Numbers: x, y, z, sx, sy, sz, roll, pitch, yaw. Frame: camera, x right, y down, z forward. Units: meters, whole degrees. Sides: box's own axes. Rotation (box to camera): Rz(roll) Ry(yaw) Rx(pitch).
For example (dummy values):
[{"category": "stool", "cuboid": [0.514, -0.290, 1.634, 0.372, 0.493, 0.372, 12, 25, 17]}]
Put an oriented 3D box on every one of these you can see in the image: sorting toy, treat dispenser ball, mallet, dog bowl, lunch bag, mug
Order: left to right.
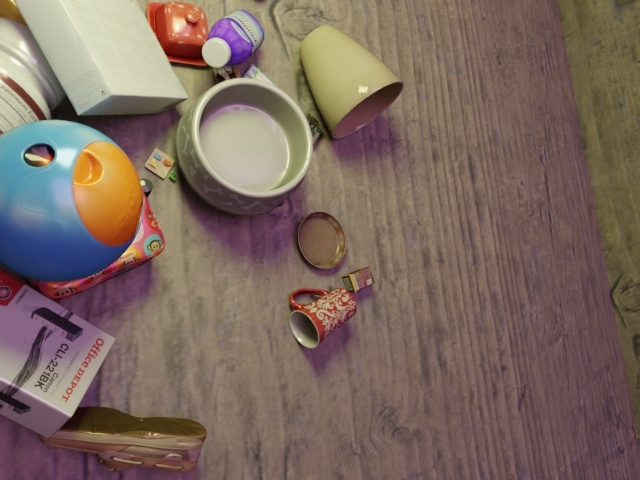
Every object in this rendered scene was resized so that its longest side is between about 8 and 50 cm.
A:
[{"category": "treat dispenser ball", "cuboid": [-0.468, -0.070, 0.999, 0.288, 0.288, 0.288, 8, 76, -34]}, {"category": "lunch bag", "cuboid": [-0.512, -0.031, 1.198, 0.293, 0.120, 0.258, -27, 96, -35]}, {"category": "mallet", "cuboid": [-0.464, -0.177, 1.298, 0.039, 0.062, 0.189, -46, 107, -31]}, {"category": "sorting toy", "cuboid": [-0.387, -0.185, 1.385, 0.083, 0.012, 0.062, 35, 62, -24]}, {"category": "dog bowl", "cuboid": [-0.175, -0.240, 1.378, 0.349, 0.102, 0.348, 6, 76, -25]}, {"category": "mug", "cuboid": [0.006, 0.189, 1.526, 0.169, 0.113, 0.150, -28, 98, -39]}]

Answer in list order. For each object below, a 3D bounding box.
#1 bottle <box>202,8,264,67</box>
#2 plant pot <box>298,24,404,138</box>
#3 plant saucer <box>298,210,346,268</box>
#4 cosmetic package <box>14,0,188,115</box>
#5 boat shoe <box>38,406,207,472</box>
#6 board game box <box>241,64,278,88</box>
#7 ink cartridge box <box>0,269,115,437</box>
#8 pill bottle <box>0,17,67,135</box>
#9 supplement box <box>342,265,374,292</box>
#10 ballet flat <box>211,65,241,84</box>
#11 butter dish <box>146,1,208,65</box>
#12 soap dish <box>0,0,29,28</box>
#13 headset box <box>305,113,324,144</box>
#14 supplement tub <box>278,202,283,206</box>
[{"category": "bottle", "cuboid": [-0.230, -0.520, 1.446, 0.118, 0.092, 0.283, 45, 29, -17]}, {"category": "plant pot", "cuboid": [0.063, -0.490, 1.646, 0.256, 0.256, 0.274, -30, 82, -36]}, {"category": "plant saucer", "cuboid": [0.000, 0.000, 1.610, 0.168, 0.029, 0.168, 9, 74, -34]}, {"category": "cosmetic package", "cuboid": [-0.458, -0.419, 1.204, 0.284, 0.097, 0.377, 65, 14, -8]}, {"category": "boat shoe", "cuboid": [-0.416, 0.431, 1.167, 0.341, 0.122, 0.110, 14, 95, -20]}, {"category": "board game box", "cuboid": [-0.165, -0.409, 1.580, 0.154, 0.026, 0.103, 40, 60, -22]}, {"category": "ink cartridge box", "cuboid": [-0.566, 0.214, 1.060, 0.273, 0.114, 0.197, 38, 34, -20]}, {"category": "pill bottle", "cuboid": [-0.672, -0.227, 1.062, 0.224, 0.224, 0.392, 39, 60, -22]}, {"category": "supplement box", "cuboid": [0.113, 0.116, 1.655, 0.083, 0.043, 0.055, -19, 91, -36]}, {"category": "ballet flat", "cuboid": [-0.245, -0.426, 1.485, 0.073, 0.067, 0.206, -26, 86, 8]}, {"category": "butter dish", "cuboid": [-0.347, -0.548, 1.425, 0.160, 0.118, 0.160, -4, 82, -36]}, {"category": "soap dish", "cuboid": [-0.637, -0.596, 1.231, 0.229, 0.118, 0.291, 45, 60, -20]}, {"category": "headset box", "cuboid": [-0.034, -0.323, 1.651, 0.062, 0.032, 0.083, 39, 59, -23]}, {"category": "supplement tub", "cuboid": [-0.145, -0.189, 1.501, 0.106, 0.106, 0.197, -2, 82, -35]}]
